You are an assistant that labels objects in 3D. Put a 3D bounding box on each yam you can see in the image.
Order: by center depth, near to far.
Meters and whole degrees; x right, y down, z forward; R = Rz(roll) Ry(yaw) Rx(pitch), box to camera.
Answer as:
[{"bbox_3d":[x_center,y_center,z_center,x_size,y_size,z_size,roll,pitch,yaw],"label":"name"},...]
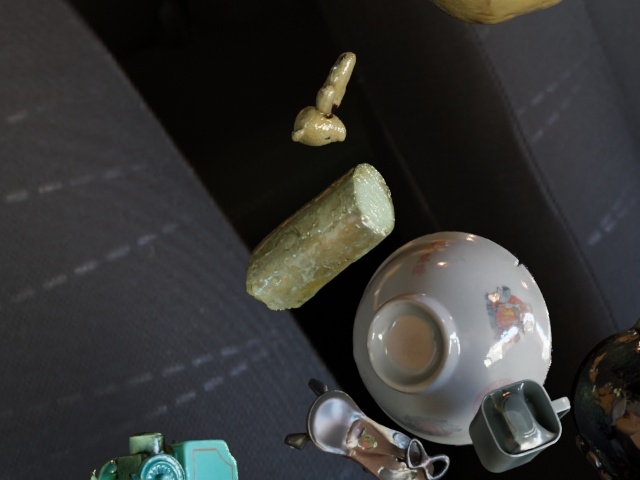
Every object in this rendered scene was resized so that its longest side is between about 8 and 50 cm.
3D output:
[{"bbox_3d":[0.000,0.000,0.982,0.146,0.069,0.070,-39,30,15],"label":"yam"}]

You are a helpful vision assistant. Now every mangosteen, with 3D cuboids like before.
[{"bbox_3d":[0.401,0.189,1.289,0.243,0.243,0.243,-4,33,2],"label":"mangosteen"}]

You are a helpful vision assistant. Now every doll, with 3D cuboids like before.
[{"bbox_3d":[0.003,-0.134,1.076,0.051,0.093,0.061,10,13,10],"label":"doll"}]

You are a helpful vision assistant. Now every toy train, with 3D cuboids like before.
[{"bbox_3d":[-0.173,0.326,1.328,0.163,0.203,0.112,7,-16,-42],"label":"toy train"}]

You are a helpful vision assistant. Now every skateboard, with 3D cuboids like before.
[{"bbox_3d":[0.049,0.185,1.041,0.080,0.151,0.067,-15,48,61],"label":"skateboard"}]

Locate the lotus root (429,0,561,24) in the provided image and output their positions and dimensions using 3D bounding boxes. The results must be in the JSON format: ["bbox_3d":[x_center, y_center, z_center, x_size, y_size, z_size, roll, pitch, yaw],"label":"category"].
[{"bbox_3d":[0.079,-0.188,0.542,0.118,0.221,0.125,8,68,22],"label":"lotus root"}]

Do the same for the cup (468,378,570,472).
[{"bbox_3d":[0.278,0.253,1.568,0.128,0.129,0.095,-18,69,-12],"label":"cup"}]

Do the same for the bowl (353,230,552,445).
[{"bbox_3d":[0.167,0.155,1.752,0.345,0.346,0.157,18,9,31],"label":"bowl"}]
